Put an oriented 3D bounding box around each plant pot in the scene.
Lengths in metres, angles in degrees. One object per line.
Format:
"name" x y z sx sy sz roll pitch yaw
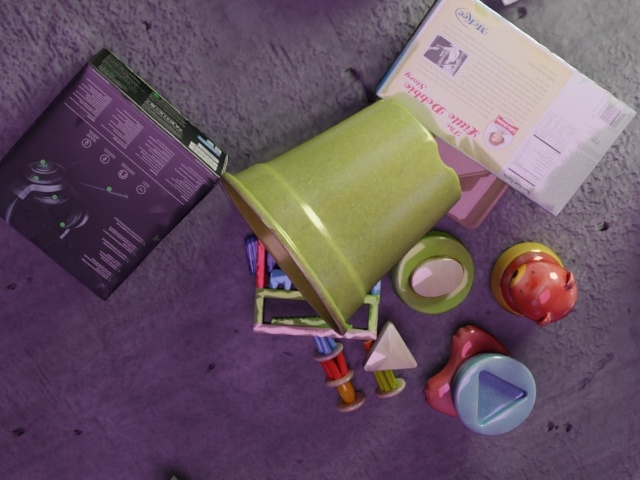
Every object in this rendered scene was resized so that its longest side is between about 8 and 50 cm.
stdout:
"plant pot" 0.044 -0.052 1.339 0.254 0.276 0.276 -37 107 -7

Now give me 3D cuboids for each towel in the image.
"towel" -0.057 0.018 1.511 0.120 0.029 0.067 -6 103 2

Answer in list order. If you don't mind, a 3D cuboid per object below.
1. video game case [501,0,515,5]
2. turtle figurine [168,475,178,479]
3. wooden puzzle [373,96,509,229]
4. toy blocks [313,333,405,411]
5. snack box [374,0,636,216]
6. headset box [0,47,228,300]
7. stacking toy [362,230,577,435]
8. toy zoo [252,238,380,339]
"video game case" 0.297 -0.434 1.366 0.143 0.019 0.157 -24 109 7
"turtle figurine" -0.200 0.540 1.586 0.266 0.198 0.274 39 63 4
"wooden puzzle" 0.196 -0.164 1.450 0.239 0.044 0.221 33 106 -7
"toy blocks" 0.056 0.191 1.562 0.123 0.054 0.148 -21 108 7
"snack box" 0.260 -0.199 1.380 0.322 0.060 0.187 33 105 -7
"headset box" -0.321 -0.089 1.416 0.246 0.131 0.283 41 104 -14
"stacking toy" 0.232 0.140 1.476 0.280 0.130 0.308 17 100 -12
"toy zoo" 0.000 0.000 1.474 0.192 0.030 0.293 3 94 1
